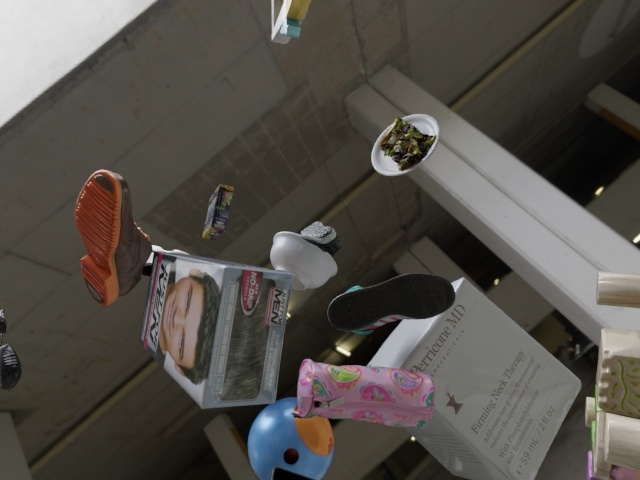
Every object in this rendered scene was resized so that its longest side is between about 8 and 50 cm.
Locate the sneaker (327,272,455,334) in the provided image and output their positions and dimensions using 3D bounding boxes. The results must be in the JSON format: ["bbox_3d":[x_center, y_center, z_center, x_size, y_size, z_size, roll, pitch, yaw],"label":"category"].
[{"bbox_3d":[0.158,0.157,1.036,0.295,0.124,0.178,-9,-9,-4],"label":"sneaker"}]

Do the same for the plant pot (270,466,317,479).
[{"bbox_3d":[-0.050,0.634,0.905,0.187,0.187,0.167,-82,13,-83],"label":"plant pot"}]

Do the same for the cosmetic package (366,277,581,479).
[{"bbox_3d":[0.375,0.382,1.162,0.329,0.393,0.327,-46,-5,-24],"label":"cosmetic package"}]

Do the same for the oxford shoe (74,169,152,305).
[{"bbox_3d":[-0.458,-0.013,0.975,0.132,0.130,0.364,-33,-24,-48],"label":"oxford shoe"}]

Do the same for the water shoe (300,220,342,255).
[{"bbox_3d":[0.000,0.000,1.239,0.072,0.080,0.203,-34,17,-9],"label":"water shoe"}]

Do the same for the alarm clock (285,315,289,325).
[{"bbox_3d":[-0.152,0.198,1.243,0.064,0.129,0.192,-41,10,7],"label":"alarm clock"}]

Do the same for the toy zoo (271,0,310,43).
[{"bbox_3d":[-0.041,-0.454,0.670,0.030,0.294,0.192,2,-9,-20],"label":"toy zoo"}]

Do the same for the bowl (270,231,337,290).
[{"bbox_3d":[-0.091,0.108,1.726,0.134,0.297,0.298,-60,-17,-26],"label":"bowl"}]

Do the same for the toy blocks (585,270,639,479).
[{"bbox_3d":[0.423,0.221,0.427,0.309,0.259,0.289,-47,-48,-49],"label":"toy blocks"}]

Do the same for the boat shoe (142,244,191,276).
[{"bbox_3d":[-0.484,0.089,1.398,0.117,0.324,0.097,53,-124,-42],"label":"boat shoe"}]

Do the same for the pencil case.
[{"bbox_3d":[0.089,0.317,0.883,0.283,0.124,0.124,11,-46,-13],"label":"pencil case"}]

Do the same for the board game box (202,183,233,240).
[{"bbox_3d":[-0.325,-0.085,1.358,0.048,0.141,0.170,12,-14,-22],"label":"board game box"}]

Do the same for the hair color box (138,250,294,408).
[{"bbox_3d":[-0.197,0.123,0.725,0.113,0.374,0.186,11,-94,-35],"label":"hair color box"}]

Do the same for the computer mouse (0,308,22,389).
[{"bbox_3d":[-0.745,0.253,1.026,0.041,0.242,0.071,-1,-51,-40],"label":"computer mouse"}]

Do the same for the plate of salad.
[{"bbox_3d":[0.218,-0.260,1.139,0.200,0.200,0.048,-45,-47,6],"label":"plate of salad"}]

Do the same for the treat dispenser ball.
[{"bbox_3d":[-0.096,0.674,1.431,0.288,0.288,0.288,-32,-27,-19],"label":"treat dispenser ball"}]
